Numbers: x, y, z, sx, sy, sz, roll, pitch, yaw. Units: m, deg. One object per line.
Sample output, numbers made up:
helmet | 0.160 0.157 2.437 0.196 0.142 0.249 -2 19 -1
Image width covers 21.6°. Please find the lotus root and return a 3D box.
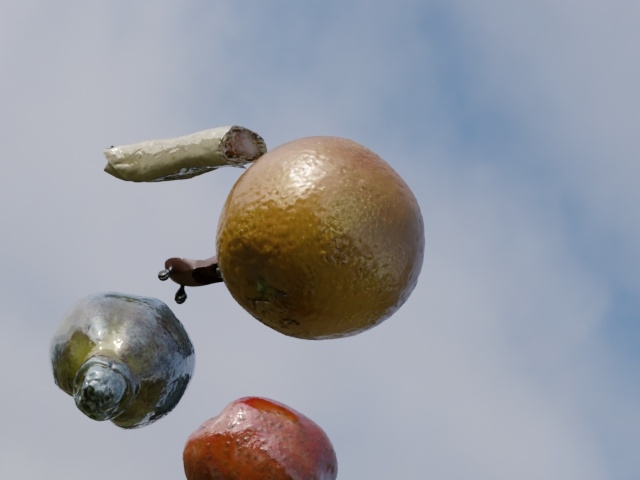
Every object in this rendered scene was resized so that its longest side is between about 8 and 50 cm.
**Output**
lotus root | -0.209 0.122 1.776 0.158 0.140 0.322 34 -4 -3

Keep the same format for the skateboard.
skateboard | -0.156 0.034 2.435 0.151 0.080 0.067 -11 -43 18

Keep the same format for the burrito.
burrito | -0.193 -0.114 2.298 0.226 0.060 0.087 -7 -9 16

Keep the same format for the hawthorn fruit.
hawthorn fruit | -0.076 0.277 2.028 0.189 0.189 0.189 30 -25 15

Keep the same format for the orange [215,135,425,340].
orange | 0.000 0.000 2.156 0.274 0.274 0.274 30 -25 15
